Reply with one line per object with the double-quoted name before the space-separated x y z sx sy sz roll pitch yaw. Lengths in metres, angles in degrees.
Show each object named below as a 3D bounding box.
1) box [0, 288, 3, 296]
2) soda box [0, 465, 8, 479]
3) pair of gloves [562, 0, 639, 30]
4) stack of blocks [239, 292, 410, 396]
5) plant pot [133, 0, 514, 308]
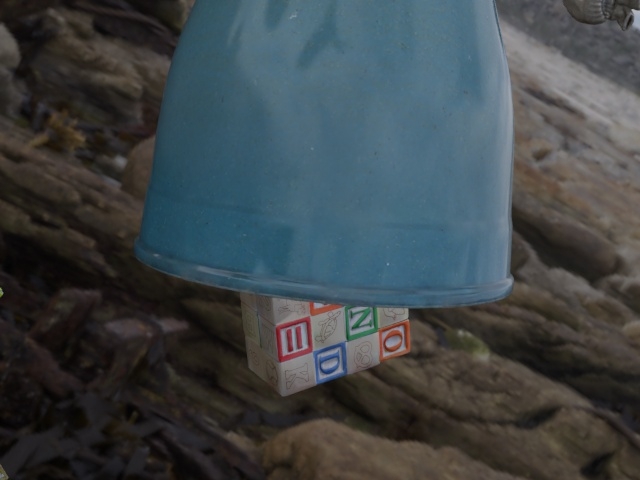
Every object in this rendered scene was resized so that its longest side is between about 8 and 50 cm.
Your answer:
"box" -0.362 0.081 0.778 0.042 0.178 0.109 43 -1 28
"soda box" -0.372 0.238 0.830 0.181 0.061 0.058 -26 75 -38
"pair of gloves" 0.304 -0.363 1.043 0.042 0.240 0.204 -8 40 -23
"stack of blocks" 0.000 0.000 1.039 0.171 0.297 0.087 -16 23 -27
"plant pot" 0.014 -0.106 0.672 0.272 0.255 0.271 5 7 -1
